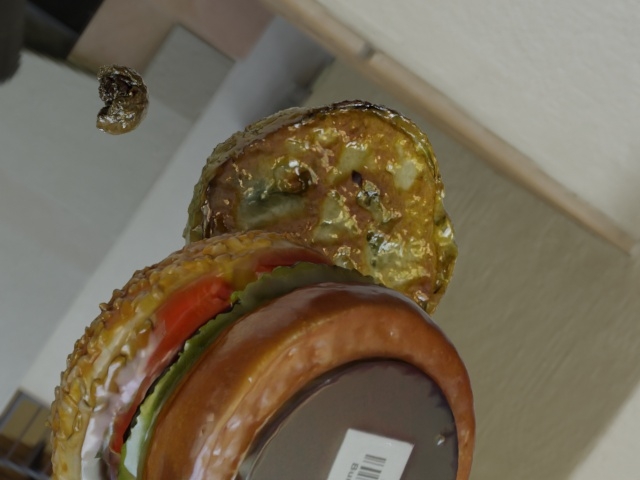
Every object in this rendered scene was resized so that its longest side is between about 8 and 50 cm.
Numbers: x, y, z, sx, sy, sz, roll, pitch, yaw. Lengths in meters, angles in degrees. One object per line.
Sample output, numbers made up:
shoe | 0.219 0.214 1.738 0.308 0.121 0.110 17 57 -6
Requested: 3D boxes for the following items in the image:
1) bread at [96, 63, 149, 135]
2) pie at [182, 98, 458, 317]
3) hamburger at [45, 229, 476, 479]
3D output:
bread | -0.299 -0.217 1.788 0.082 0.113 0.060 0 156 -17
pie | 0.000 0.000 1.216 0.315 0.315 0.092 32 166 -23
hamburger | -0.049 0.159 0.976 0.330 0.330 0.250 29 175 -41
